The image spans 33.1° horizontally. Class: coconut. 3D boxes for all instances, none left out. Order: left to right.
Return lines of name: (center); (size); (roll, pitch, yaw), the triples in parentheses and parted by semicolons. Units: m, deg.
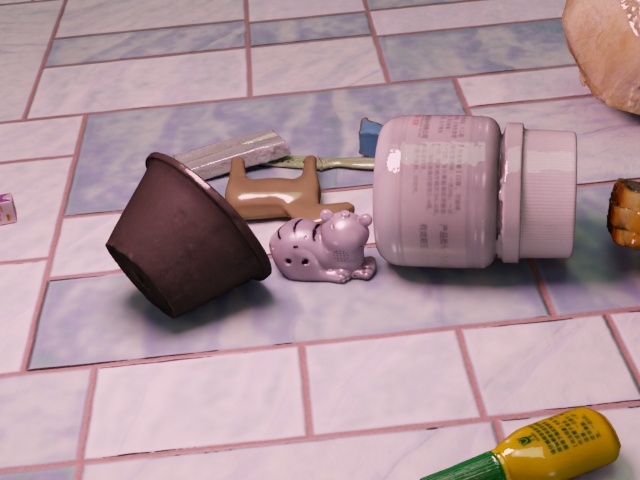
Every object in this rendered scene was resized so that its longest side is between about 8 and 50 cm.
coconut: (0.659, -0.411, 2.092); (0.405, 0.404, 0.404); (-4, 33, 2)

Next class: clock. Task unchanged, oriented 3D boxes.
clock: (0.000, 0.000, 1.745); (0.176, 0.117, 0.080); (2, 34, 13)

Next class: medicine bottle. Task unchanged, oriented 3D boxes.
medicine bottle: (0.247, -0.076, 1.711); (0.306, 0.245, 0.245); (3, 34, 11)
medicine bottle: (0.243, 0.276, 1.338); (0.260, 0.064, 0.095); (-16, 33, -16)

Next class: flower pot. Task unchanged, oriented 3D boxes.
flower pot: (-0.223, 0.012, 1.683); (0.269, 0.269, 0.166); (29, 69, 40)

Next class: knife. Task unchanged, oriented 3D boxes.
knife: (0.012, -0.147, 2.056); (0.293, 0.020, 0.043); (4, 35, 16)

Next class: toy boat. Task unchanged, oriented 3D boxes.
toy boat: (0.161, -0.190, 2.049); (0.185, 0.075, 0.077); (13, 46, 21)

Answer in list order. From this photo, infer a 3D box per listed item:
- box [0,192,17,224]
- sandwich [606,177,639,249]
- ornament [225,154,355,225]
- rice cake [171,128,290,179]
box: (-0.617, -0.050, 1.967); (0.117, 0.050, 0.036); (-13, 35, -8)
sandwich: (0.583, -0.023, 1.605); (0.301, 0.099, 0.271); (10, 7, 8)
ornament: (-0.056, -0.077, 1.920); (0.230, 0.061, 0.245); (-2, 32, 1)
rice cake: (-0.174, -0.162, 2.071); (0.226, 0.040, 0.085); (-16, 35, -5)
